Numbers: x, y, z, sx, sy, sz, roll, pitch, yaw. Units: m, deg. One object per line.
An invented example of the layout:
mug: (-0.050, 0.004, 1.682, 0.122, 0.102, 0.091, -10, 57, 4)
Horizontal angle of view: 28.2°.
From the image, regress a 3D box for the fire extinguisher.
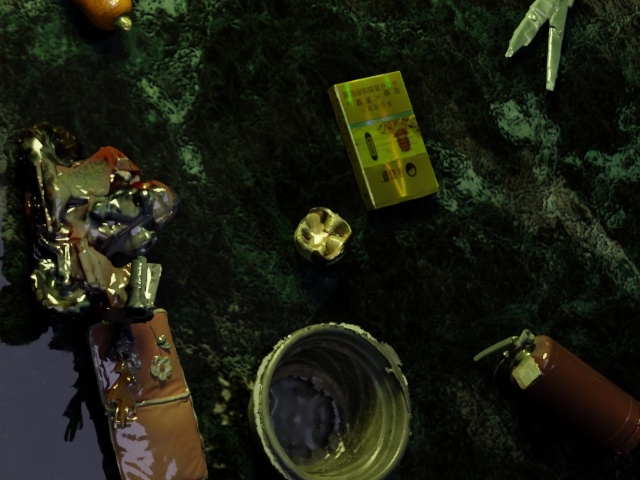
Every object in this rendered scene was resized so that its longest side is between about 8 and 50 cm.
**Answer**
fire extinguisher: (0.362, 0.221, 1.907, 0.269, 0.105, 0.105, 35, 65, -17)

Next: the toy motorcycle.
toy motorcycle: (-0.265, 0.029, 1.576, 0.207, 0.134, 0.401, 4, 56, -24)

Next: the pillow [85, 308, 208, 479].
pillow: (-0.222, 0.209, 1.630, 0.126, 0.043, 0.232, -13, 84, -32)

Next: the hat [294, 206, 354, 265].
hat: (0.001, 0.000, 1.789, 0.076, 0.059, 0.077, 35, 58, 2)

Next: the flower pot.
flower pot: (-0.008, 0.229, 1.681, 0.235, 0.140, 0.235, 7, 74, -28)

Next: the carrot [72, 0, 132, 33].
carrot: (-0.348, -0.370, 1.704, 0.256, 0.061, 0.061, 42, 62, -3)

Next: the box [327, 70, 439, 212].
box: (0.093, -0.147, 1.888, 0.121, 0.030, 0.193, -16, 85, -29)

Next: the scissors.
scissors: (0.403, -0.422, 2.114, 0.256, 0.029, 0.383, 30, 64, -19)
